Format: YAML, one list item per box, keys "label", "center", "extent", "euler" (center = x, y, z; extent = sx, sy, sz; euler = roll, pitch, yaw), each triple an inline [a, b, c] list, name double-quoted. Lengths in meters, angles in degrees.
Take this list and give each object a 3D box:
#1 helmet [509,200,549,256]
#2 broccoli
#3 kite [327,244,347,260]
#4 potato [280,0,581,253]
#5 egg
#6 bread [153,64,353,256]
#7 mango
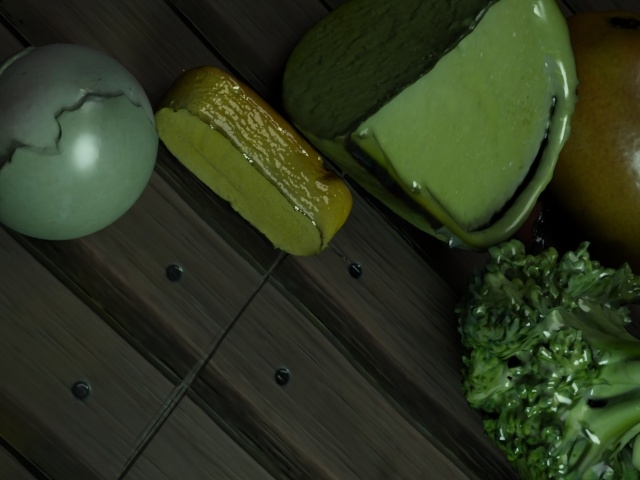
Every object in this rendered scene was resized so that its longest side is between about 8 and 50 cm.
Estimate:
- label: "helmet"
  center: [0.259, -0.012, 1.615]
  extent: [0.065, 0.049, 0.084]
  euler: [-20, 117, -69]
- label: "broccoli"
  center: [0.323, 0.173, 1.478]
  extent: [0.277, 0.318, 0.338]
  euler: [-28, 127, -44]
- label: "kite"
  center: [-0.003, 0.004, 1.463]
  extent: [0.044, 0.002, 0.078]
  euler: [-43, 100, -35]
- label: "potato"
  center: [0.130, -0.146, 1.499]
  extent: [0.330, 0.213, 0.280]
  euler: [-45, 128, -17]
- label: "egg"
  center: [-0.240, -0.096, 1.202]
  extent: [0.183, 0.217, 0.183]
  euler: [9, 71, -28]
- label: "bread"
  center: [-0.069, -0.090, 1.387]
  extent: [0.245, 0.102, 0.094]
  euler: [42, 60, -15]
- label: "mango"
  center: [0.390, -0.108, 1.613]
  extent: [0.221, 0.264, 0.378]
  euler: [-26, 108, -29]
